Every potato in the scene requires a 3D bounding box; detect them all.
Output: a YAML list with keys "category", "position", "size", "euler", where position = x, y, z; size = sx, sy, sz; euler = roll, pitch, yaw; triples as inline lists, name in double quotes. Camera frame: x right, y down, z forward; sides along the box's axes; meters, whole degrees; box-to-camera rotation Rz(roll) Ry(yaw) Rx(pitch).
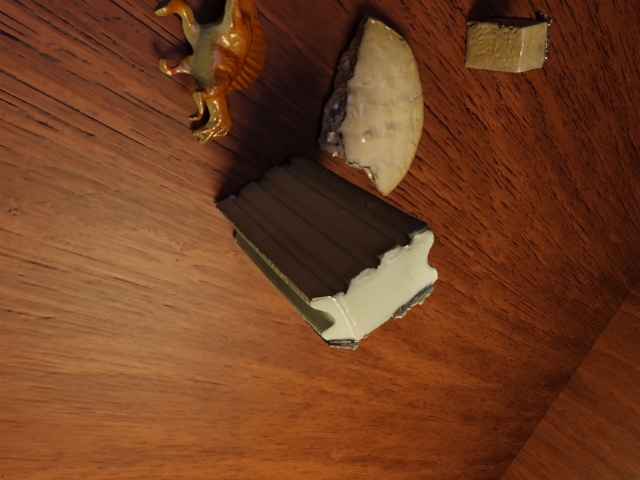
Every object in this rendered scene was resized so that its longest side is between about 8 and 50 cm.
- category: "potato"
  position: [0.278, -0.297, 0.647]
  size: [0.061, 0.122, 0.086]
  euler: [-24, 125, -15]

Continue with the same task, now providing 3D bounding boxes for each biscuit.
- category: "biscuit"
  position: [0.080, -0.179, 0.623]
  size: [0.188, 0.040, 0.265]
  euler: [-33, 129, -20]

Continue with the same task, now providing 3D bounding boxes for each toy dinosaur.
- category: "toy dinosaur"
  position: [-0.093, -0.218, 0.470]
  size: [0.212, 0.057, 0.142]
  euler: [-47, 143, -4]

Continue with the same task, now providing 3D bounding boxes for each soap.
- category: "soap"
  position: [0.000, 0.000, 0.516]
  size: [0.150, 0.261, 0.094]
  euler: [-35, 133, -14]
